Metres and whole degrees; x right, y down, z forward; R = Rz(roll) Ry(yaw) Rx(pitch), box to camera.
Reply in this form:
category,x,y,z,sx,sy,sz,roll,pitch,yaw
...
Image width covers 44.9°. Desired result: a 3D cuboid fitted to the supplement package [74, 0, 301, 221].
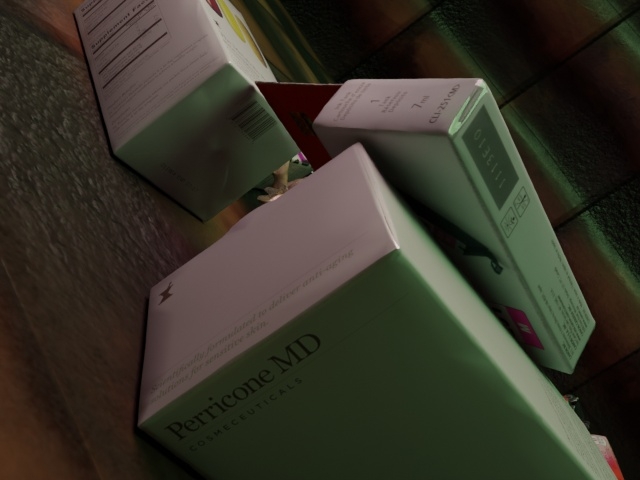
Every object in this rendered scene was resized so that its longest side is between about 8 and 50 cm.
category,x,y,z,sx,sy,sz,roll,pitch,yaw
supplement package,-0.135,-0.167,0.773,0.139,0.134,0.244,41,18,-50

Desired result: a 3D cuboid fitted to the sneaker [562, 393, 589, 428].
category,x,y,z,sx,sy,sz,roll,pitch,yaw
sneaker,0.396,0.382,1.410,0.276,0.135,0.097,-38,106,-55

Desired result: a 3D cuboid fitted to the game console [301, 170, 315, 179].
category,x,y,z,sx,sy,sz,roll,pitch,yaw
game console,0.055,0.005,1.259,0.213,0.044,0.361,61,14,21

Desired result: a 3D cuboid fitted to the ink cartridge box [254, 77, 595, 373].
category,x,y,z,sx,sy,sz,roll,pitch,yaw
ink cartridge box,0.074,-0.014,0.644,0.239,0.060,0.275,11,-33,45

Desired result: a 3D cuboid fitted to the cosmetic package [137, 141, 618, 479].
category,x,y,z,sx,sy,sz,roll,pitch,yaw
cosmetic package,0.065,0.135,0.568,0.365,0.197,0.155,46,15,-29

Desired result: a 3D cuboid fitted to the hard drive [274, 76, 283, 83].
category,x,y,z,sx,sy,sz,roll,pitch,yaw
hard drive,-0.044,-0.201,1.324,0.172,0.054,0.254,48,3,-26

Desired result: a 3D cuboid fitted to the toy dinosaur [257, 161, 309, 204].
category,x,y,z,sx,sy,sz,roll,pitch,yaw
toy dinosaur,0.000,0.000,0.906,0.295,0.127,0.200,-87,177,-47

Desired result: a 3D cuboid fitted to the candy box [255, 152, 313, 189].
category,x,y,z,sx,sy,sz,roll,pitch,yaw
candy box,-0.098,-0.148,1.011,0.159,0.071,0.233,56,11,7

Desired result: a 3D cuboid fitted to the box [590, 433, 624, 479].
category,x,y,z,sx,sy,sz,roll,pitch,yaw
box,0.230,0.303,0.749,0.128,0.122,0.257,10,24,1
